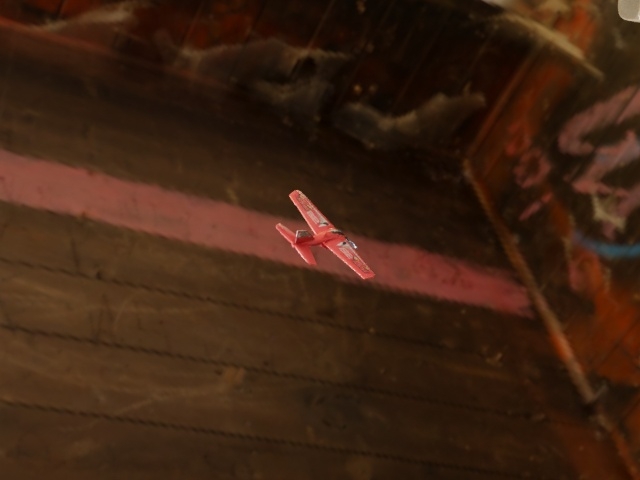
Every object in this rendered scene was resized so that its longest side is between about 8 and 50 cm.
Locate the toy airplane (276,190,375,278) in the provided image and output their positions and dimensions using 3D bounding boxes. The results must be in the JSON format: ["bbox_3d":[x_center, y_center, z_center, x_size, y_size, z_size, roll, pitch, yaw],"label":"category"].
[{"bbox_3d":[0.000,0.000,1.367,0.151,0.028,0.151,37,-161,-15],"label":"toy airplane"}]

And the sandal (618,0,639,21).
[{"bbox_3d":[0.402,-0.252,1.209,0.079,0.088,0.240,8,-166,-11],"label":"sandal"}]
